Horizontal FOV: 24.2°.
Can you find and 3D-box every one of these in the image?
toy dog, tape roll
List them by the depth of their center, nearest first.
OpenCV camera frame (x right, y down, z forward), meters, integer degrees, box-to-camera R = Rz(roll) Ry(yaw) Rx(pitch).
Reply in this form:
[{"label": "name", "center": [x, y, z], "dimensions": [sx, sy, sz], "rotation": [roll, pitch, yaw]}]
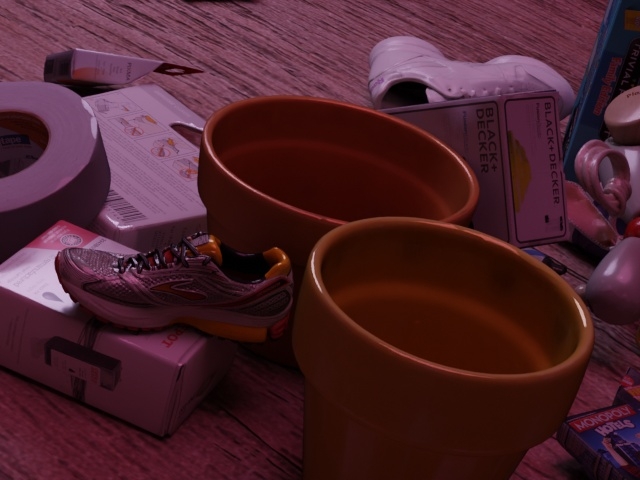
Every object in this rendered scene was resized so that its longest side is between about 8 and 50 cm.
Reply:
[{"label": "tape roll", "center": [-0.339, -0.077, 1.605], "dimensions": [0.219, 0.072, 0.219], "rotation": [-3, 45, 4]}, {"label": "toy dog", "center": [0.344, -0.040, 1.770], "dimensions": [0.161, 0.220, 0.333], "rotation": [-14, 14, 39]}]

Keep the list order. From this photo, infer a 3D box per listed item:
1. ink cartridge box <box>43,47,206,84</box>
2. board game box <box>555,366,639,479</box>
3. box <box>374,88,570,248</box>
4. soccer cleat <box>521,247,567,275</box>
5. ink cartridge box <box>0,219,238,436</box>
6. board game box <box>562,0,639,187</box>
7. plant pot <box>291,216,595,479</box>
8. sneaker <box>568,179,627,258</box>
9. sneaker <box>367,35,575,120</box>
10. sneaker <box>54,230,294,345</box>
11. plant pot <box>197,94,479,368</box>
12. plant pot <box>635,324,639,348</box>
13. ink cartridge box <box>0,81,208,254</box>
[{"label": "ink cartridge box", "center": [-0.258, -0.214, 1.955], "dimensions": [0.179, 0.045, 0.145], "rotation": [9, 0, -25]}, {"label": "board game box", "center": [0.332, 0.210, 1.496], "dimensions": [0.194, 0.060, 0.194], "rotation": [-7, 34, -34]}, {"label": "box", "center": [0.143, -0.076, 1.683], "dimensions": [0.087, 0.169, 0.290], "rotation": [-8, 5, -36]}, {"label": "soccer cleat", "center": [0.158, 0.088, 1.599], "dimensions": [0.143, 0.116, 0.331], "rotation": [14, 21, 19]}, {"label": "ink cartridge box", "center": [-0.202, 0.082, 1.446], "dimensions": [0.217, 0.092, 0.158], "rotation": [23, 30, 11]}, {"label": "board game box", "center": [0.415, -0.243, 2.060], "dimensions": [0.079, 0.336, 0.254], "rotation": [17, 29, 5]}, {"label": "plant pot", "center": [0.085, 0.142, 1.315], "dimensions": [0.254, 0.239, 0.254], "rotation": [12, 28, -6]}, {"label": "sneaker", "center": [0.438, -0.036, 1.963], "dimensions": [0.124, 0.107, 0.283], "rotation": [35, 43, 25]}, {"label": "sneaker", "center": [0.213, -0.200, 2.157], "dimensions": [0.305, 0.114, 0.152], "rotation": [9, 39, 2]}, {"label": "sneaker", "center": [-0.133, 0.028, 1.382], "dimensions": [0.225, 0.093, 0.088], "rotation": [7, 31, -16]}, {"label": "plant pot", "center": [0.000, 0.000, 1.569], "dimensions": [0.290, 0.203, 0.291], "rotation": [12, 28, -6]}, {"label": "plant pot", "center": [0.522, 0.093, 1.665], "dimensions": [0.187, 0.212, 0.212], "rotation": [9, 26, -36]}, {"label": "ink cartridge box", "center": [-0.221, -0.081, 1.756], "dimensions": [0.261, 0.066, 0.296], "rotation": [-14, 39, -42]}]
